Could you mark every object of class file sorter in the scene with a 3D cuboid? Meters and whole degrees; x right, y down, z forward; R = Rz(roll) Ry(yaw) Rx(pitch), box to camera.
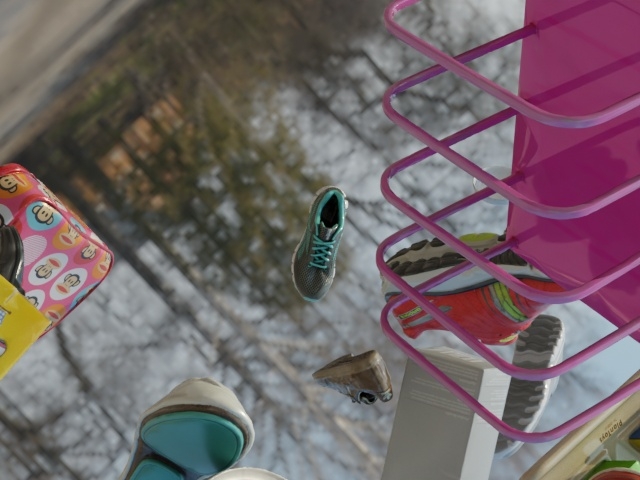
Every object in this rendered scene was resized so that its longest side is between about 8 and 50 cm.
[{"bbox_3d":[0.155,-0.033,1.041,0.182,0.202,0.291,-25,134,-28],"label":"file sorter"}]

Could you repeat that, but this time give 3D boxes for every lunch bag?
[{"bbox_3d":[-0.452,0.046,2.124,0.258,0.120,0.293,-45,155,-5],"label":"lunch bag"}]

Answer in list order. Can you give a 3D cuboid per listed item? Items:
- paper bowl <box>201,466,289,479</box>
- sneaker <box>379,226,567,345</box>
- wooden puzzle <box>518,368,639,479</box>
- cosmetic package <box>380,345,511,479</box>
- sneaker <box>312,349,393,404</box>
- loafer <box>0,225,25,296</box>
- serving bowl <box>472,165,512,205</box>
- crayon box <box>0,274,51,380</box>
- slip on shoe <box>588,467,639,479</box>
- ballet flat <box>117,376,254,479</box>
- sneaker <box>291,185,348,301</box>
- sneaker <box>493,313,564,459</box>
[{"bbox_3d":[-0.073,0.417,1.813,0.148,0.284,0.284,-30,-166,39],"label":"paper bowl"},{"bbox_3d":[0.201,0.052,1.535,0.279,0.118,0.107,-5,-152,27],"label":"sneaker"},{"bbox_3d":[0.383,0.324,1.628,0.322,0.348,0.080,-34,-162,-37],"label":"wooden puzzle"},{"bbox_3d":[0.170,0.276,2.053,0.107,0.127,0.238,3,101,-57],"label":"cosmetic package"},{"bbox_3d":[0.043,0.198,2.046,0.066,0.071,0.188,-27,-179,-19],"label":"sneaker"},{"bbox_3d":[-0.399,0.047,1.839,0.062,0.061,0.170,105,-20,-43],"label":"loafer"},{"bbox_3d":[0.279,-0.081,2.320,0.083,0.083,0.027,-49,152,-41],"label":"serving bowl"},{"bbox_3d":[-0.479,0.065,1.602,0.202,0.318,0.081,-51,-175,-32],"label":"crayon box"},{"bbox_3d":[0.291,0.340,1.345,0.123,0.101,0.331,-19,-137,20],"label":"slip on shoe"},{"bbox_3d":[-0.176,0.255,1.959,0.139,0.139,0.400,-48,177,-36],"label":"ballet flat"},{"bbox_3d":[0.000,0.000,2.036,0.076,0.065,0.166,126,-26,-80],"label":"sneaker"},{"bbox_3d":[0.349,0.261,2.468,0.105,0.115,0.281,12,-127,32],"label":"sneaker"}]
